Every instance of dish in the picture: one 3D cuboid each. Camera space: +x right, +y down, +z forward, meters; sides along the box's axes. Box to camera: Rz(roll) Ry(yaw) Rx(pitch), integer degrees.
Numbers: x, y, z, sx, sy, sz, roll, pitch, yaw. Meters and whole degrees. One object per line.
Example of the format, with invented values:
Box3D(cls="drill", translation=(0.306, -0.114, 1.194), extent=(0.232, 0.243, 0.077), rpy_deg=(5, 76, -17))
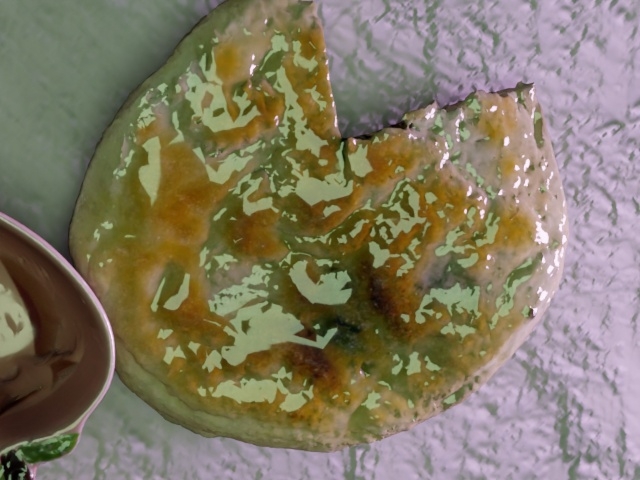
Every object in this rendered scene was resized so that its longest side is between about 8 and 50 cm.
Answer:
Box3D(cls="dish", translation=(-0.241, 0.071, 1.235), extent=(0.213, 0.090, 0.213), rpy_deg=(-2, 100, -9))

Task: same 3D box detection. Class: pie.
Box3D(cls="pie", translation=(0.000, 0.000, 1.273), extent=(0.337, 0.075, 0.338), rpy_deg=(-3, 104, -11))
